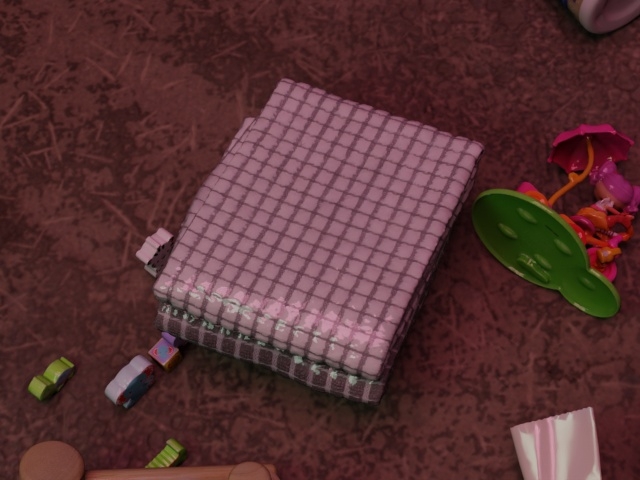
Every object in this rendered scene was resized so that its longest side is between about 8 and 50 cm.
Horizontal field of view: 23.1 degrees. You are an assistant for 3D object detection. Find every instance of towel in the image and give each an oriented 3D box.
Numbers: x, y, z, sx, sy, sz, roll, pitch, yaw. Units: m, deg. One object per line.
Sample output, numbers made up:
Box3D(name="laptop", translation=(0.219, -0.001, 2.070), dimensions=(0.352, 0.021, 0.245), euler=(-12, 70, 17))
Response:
Box3D(name="towel", translation=(0.000, 0.000, 1.484), dimensions=(0.235, 0.121, 0.283), euler=(19, 56, 13))

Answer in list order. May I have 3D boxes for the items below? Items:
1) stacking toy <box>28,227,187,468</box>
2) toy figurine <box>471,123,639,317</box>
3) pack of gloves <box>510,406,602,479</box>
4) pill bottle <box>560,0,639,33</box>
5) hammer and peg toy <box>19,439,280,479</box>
Box3D(name="stacking toy", translation=(-0.157, 0.111, 1.520), dimensions=(0.167, 0.052, 0.221), euler=(35, 74, 22))
Box3D(name="toy figurine", translation=(0.259, -0.038, 1.516), dimensions=(0.173, 0.130, 0.159), euler=(40, 64, 1))
Box3D(name="pack of gloves", translation=(0.273, 0.250, 1.342), dimensions=(0.195, 0.046, 0.232), euler=(-19, 76, 25))
Box3D(name="pill bottle", translation=(0.267, -0.317, 1.640), dimensions=(0.112, 0.112, 0.186), euler=(-32, 64, -8))
Box3D(name="hammer and peg toy", translation=(-0.125, 0.281, 1.302), dimensions=(0.266, 0.127, 0.361), euler=(-14, 47, -15))
